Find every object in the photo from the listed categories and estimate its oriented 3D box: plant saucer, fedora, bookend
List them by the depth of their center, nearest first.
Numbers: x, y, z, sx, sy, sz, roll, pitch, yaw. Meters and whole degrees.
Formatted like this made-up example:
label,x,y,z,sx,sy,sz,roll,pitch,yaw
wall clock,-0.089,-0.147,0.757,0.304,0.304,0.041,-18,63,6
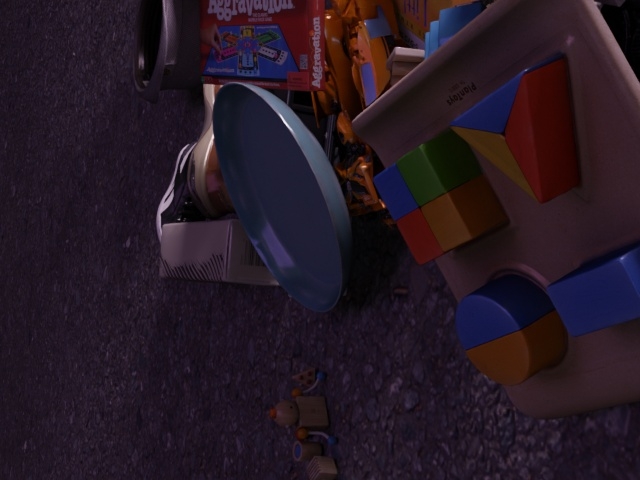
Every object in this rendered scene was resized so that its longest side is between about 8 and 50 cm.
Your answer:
label,x,y,z,sx,sy,sz,roll,pitch,yaw
plant saucer,-0.044,-0.060,1.392,0.317,0.044,0.317,49,154,34
bookend,-0.059,-0.180,1.497,0.072,0.157,0.156,6,88,62
fedora,-0.251,-0.371,1.925,0.243,0.124,0.275,-111,31,-45

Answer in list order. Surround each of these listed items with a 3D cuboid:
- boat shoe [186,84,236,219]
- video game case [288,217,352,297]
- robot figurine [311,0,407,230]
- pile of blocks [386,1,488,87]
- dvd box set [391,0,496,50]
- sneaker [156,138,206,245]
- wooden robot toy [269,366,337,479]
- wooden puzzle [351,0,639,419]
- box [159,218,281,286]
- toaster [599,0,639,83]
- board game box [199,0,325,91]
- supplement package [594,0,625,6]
label,x,y,z,sx,sy,sz,roll,pitch,yaw
boat shoe,-0.109,-0.181,1.653,0.120,0.122,0.323,-5,64,26
video game case,0.000,0.000,1.493,0.143,0.019,0.157,-8,76,60
robot figurine,0.050,-0.153,1.304,0.211,0.085,0.290,-13,87,66
pile of blocks,0.141,-0.128,1.017,0.362,0.149,0.112,116,158,-77
dvd box set,0.098,-0.428,1.189,0.307,0.062,0.420,-125,25,-51
sneaker,-0.210,-0.080,1.810,0.121,0.079,0.216,-26,51,57
wooden robot toy,-0.034,0.242,1.436,0.076,0.079,0.173,-47,44,47
wooden puzzle,0.175,-0.002,0.904,0.347,0.080,0.322,58,150,1
box,-0.150,0.020,1.668,0.275,0.113,0.094,-3,82,63
toaster,0.307,-0.115,0.859,0.186,0.110,0.168,4,89,62
board game box,-0.080,-0.265,1.366,0.281,0.027,0.145,15,108,56
supplement package,0.227,-0.340,0.892,0.203,0.194,0.149,-47,31,-3
